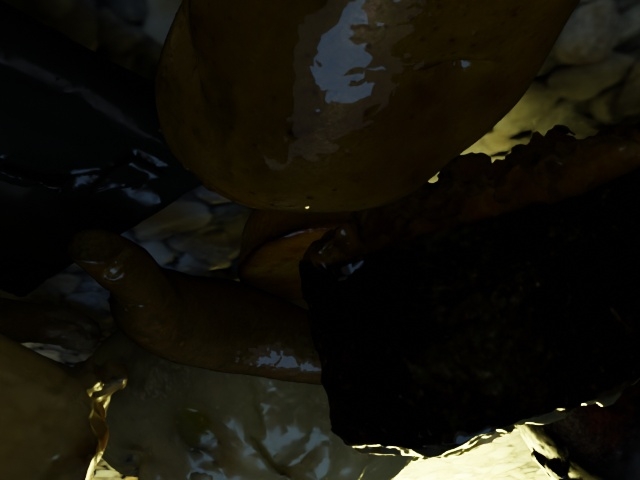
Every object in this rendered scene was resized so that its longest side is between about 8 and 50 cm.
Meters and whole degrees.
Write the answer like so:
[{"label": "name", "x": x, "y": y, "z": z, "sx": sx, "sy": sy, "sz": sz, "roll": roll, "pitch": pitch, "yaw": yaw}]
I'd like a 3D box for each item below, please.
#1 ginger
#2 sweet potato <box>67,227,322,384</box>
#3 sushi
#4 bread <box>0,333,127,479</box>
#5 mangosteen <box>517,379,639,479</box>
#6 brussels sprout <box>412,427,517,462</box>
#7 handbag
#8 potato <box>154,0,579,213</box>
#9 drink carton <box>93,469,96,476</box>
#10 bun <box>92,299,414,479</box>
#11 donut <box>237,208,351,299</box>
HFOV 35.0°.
[{"label": "ginger", "x": -0.281, "y": 0.081, "z": 0.944, "sx": 0.173, "sy": 0.051, "sz": 0.069, "roll": 13, "pitch": 150, "yaw": -30}, {"label": "sweet potato", "x": -0.090, "y": 0.058, "z": 0.810, "sx": 0.108, "sy": 0.079, "sz": 0.346, "roll": -16, "pitch": 153, "yaw": 32}, {"label": "sushi", "x": 0.140, "y": 0.030, "z": 0.744, "sx": 0.349, "sy": 0.207, "sz": 0.234, "roll": -15, "pitch": 180, "yaw": -28}, {"label": "bread", "x": -0.344, "y": 0.217, "z": 0.719, "sx": 0.279, "sy": 0.371, "sz": 0.390, "roll": 26, "pitch": 162, "yaw": -16}, {"label": "mangosteen", "x": 0.325, "y": 0.134, "z": 0.973, "sx": 0.297, "sy": 0.293, "sz": 0.297, "roll": 27, "pitch": 160, "yaw": 11}, {"label": "brussels sprout", "x": 0.179, "y": 0.224, "z": 1.289, "sx": 0.139, "sy": 0.100, "sz": 0.181, "roll": 7, "pitch": 149, "yaw": -46}, {"label": "handbag", "x": -0.228, "y": -0.064, "z": 0.647, "sx": 0.244, "sy": 0.088, "sz": 0.275, "roll": -27, "pitch": 145, "yaw": 31}, {"label": "potato", "x": 0.040, "y": -0.134, "z": 0.515, "sx": 0.196, "sy": 0.176, "sz": 0.369, "roll": 27, "pitch": 140, "yaw": -9}, {"label": "drink carton", "x": -0.368, "y": 0.265, "z": 1.220, "sx": 0.134, "sy": 0.101, "sz": 0.222, "roll": 13, "pitch": 144, "yaw": -30}, {"label": "bun", "x": -0.067, "y": 0.197, "z": 1.041, "sx": 0.365, "sy": 0.219, "sz": 0.365, "roll": -6, "pitch": 148, "yaw": -4}, {"label": "donut", "x": 0.000, "y": 0.000, "z": 0.854, "sx": 0.152, "sy": 0.058, "sz": 0.152, "roll": -6, "pitch": 153, "yaw": -3}]
